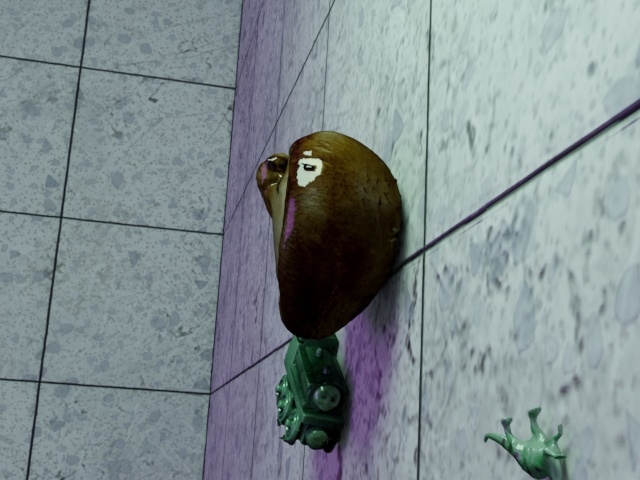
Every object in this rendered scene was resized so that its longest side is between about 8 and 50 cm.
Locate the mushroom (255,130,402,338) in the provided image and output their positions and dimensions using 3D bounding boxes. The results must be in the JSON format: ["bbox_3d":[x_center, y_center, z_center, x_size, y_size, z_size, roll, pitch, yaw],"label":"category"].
[{"bbox_3d":[0.015,-0.002,0.913,0.231,0.138,0.194,96,164,-74],"label":"mushroom"}]

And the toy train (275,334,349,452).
[{"bbox_3d":[-0.009,0.177,1.067,0.170,0.071,0.111,-117,42,-70],"label":"toy train"}]

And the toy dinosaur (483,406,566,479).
[{"bbox_3d":[0.126,0.133,0.529,0.083,0.021,0.062,118,143,-59],"label":"toy dinosaur"}]
